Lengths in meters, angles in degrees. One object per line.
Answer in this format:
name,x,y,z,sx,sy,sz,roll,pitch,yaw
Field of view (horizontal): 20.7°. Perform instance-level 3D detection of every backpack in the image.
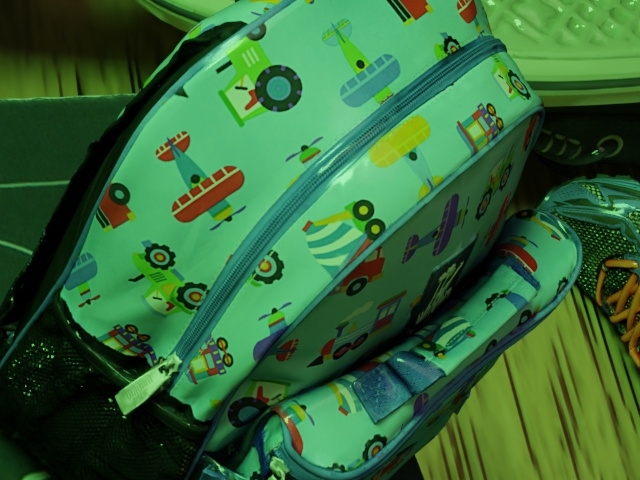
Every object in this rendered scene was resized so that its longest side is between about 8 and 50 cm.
backpack,0.000,0.000,0.490,0.117,0.173,0.158,46,48,10

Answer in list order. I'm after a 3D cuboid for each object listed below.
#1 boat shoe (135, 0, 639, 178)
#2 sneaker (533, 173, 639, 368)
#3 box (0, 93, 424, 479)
boat shoe,0.117,-0.116,0.932,0.500,0.156,0.187,4,57,-24
sneaker,0.193,0.052,0.898,0.221,0.083,0.087,41,56,11
box,-0.117,0.167,0.563,0.293,0.212,0.396,-4,59,-29
